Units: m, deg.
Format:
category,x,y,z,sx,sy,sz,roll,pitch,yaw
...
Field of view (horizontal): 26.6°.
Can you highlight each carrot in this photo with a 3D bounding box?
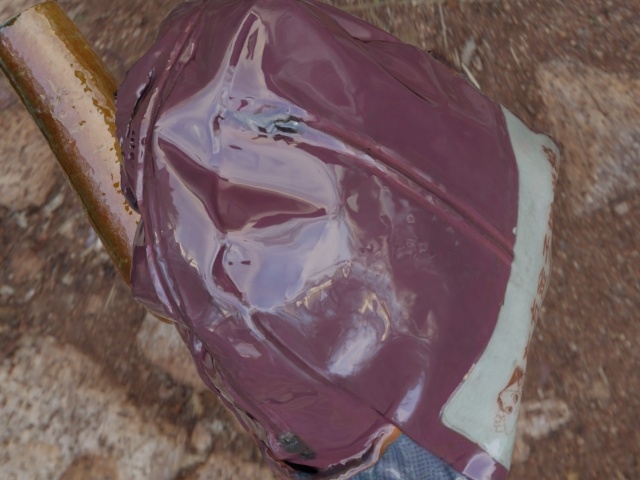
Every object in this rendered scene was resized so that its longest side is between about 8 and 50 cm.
category,x,y,z,sx,sy,sz,roll,pitch,yaw
carrot,-0.128,-0.043,0.855,0.067,0.067,0.225,-31,94,11

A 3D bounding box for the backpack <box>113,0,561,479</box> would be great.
category,x,y,z,sx,sy,sz,roll,pitch,yaw
backpack,0.000,0.000,0.776,0.197,0.283,0.317,-10,151,35
